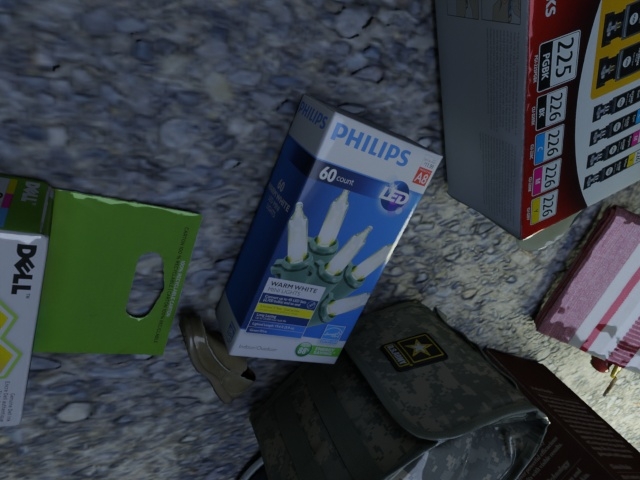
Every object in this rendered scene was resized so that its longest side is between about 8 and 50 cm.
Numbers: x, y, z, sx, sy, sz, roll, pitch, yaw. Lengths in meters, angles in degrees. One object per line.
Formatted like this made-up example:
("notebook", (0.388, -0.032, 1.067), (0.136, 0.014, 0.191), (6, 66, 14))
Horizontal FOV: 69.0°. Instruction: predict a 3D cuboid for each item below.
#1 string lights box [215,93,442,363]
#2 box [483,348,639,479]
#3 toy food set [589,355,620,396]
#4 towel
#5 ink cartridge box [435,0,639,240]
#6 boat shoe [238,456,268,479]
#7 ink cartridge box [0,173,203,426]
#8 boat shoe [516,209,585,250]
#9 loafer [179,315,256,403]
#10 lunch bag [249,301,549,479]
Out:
("string lights box", (0.000, 0.000, 0.486), (0.133, 0.077, 0.259), (13, 112, -31))
("box", (0.391, 0.350, 0.704), (0.191, 0.381, 0.143), (20, 111, -34))
("toy food set", (0.545, 0.179, 0.868), (0.128, 0.071, 0.218), (-6, 117, -48))
("towel", (0.551, 0.110, 0.748), (0.329, 0.037, 0.237), (24, 111, 1))
("ink cartridge box", (0.265, -0.201, 0.464), (0.272, 0.130, 0.309), (-25, 127, -12))
("boat shoe", (-0.089, 0.439, 0.700), (0.114, 0.091, 0.302), (11, 113, -31))
("ink cartridge box", (-0.237, 0.053, 0.388), (0.255, 0.097, 0.189), (9, 114, -30))
("boat shoe", (0.329, -0.035, 0.653), (0.137, 0.049, 0.043), (-45, 168, 3))
("loafer", (-0.114, 0.129, 0.525), (0.050, 0.056, 0.148), (-26, 137, -11))
("lunch bag", (0.080, 0.214, 0.548), (0.287, 0.235, 0.169), (-44, 117, 0))
